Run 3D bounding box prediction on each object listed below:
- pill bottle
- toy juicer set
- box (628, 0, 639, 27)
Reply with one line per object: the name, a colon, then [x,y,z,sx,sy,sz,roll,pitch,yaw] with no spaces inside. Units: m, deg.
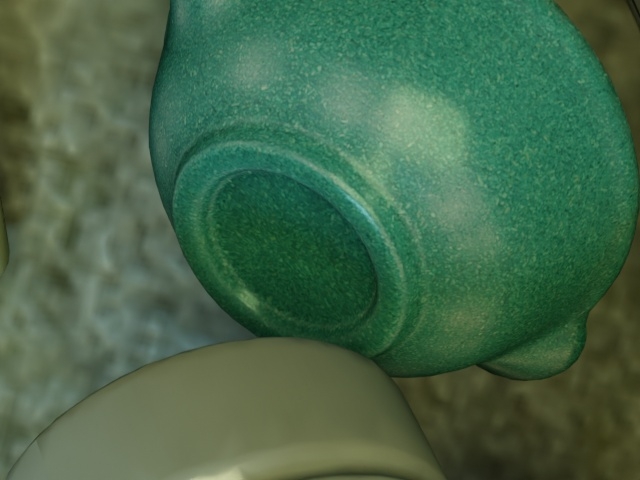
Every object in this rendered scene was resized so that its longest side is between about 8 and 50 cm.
pill bottle: [0.012,0.134,0.287,0.131,0.229,0.131,-15,139,-13]
toy juicer set: [0.000,0.000,0.417,0.329,0.209,0.089,35,49,6]
box: [0.099,-0.163,0.390,0.087,0.169,0.290,-26,100,0]
